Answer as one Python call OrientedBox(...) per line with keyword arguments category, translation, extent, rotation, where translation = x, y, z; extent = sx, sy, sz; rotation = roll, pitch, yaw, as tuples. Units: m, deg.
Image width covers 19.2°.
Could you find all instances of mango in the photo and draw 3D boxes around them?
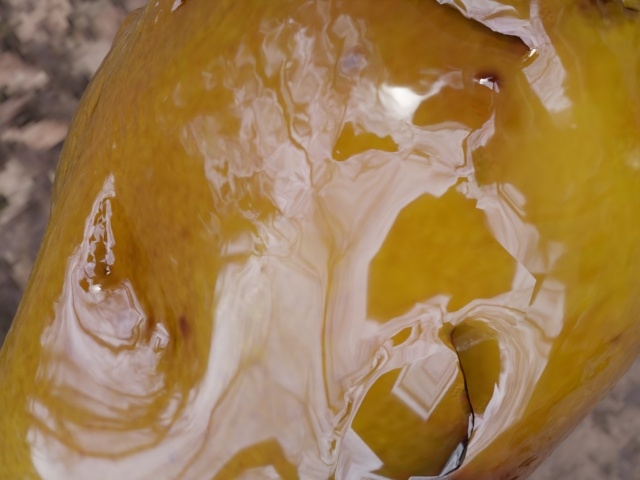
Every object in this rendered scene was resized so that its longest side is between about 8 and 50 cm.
OrientedBox(category="mango", translation=(0.000, 0.000, 0.553), extent=(0.287, 0.153, 0.201), rotation=(-38, 71, 42))
